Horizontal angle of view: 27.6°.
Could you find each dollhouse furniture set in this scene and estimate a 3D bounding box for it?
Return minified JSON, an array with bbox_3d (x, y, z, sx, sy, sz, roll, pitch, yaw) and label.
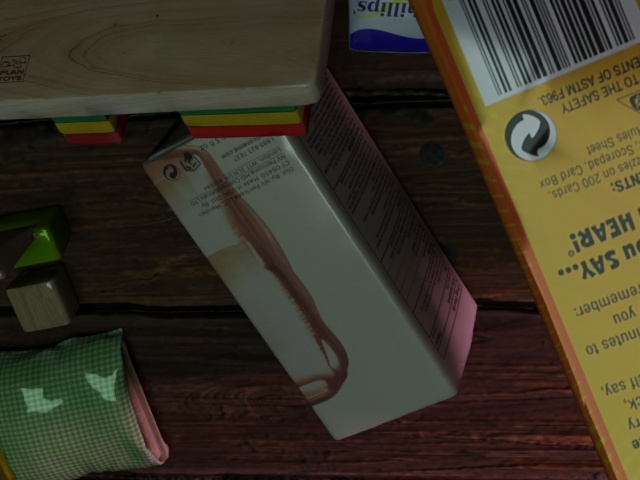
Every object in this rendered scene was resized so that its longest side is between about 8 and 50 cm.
[{"bbox_3d":[-0.296,0.144,1.238,0.197,0.151,0.301,-10,115,17],"label":"dollhouse furniture set"}]

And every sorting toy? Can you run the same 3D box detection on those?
[{"bbox_3d":[-0.104,-0.189,0.985,0.257,0.255,0.089,-1,150,15],"label":"sorting toy"}]

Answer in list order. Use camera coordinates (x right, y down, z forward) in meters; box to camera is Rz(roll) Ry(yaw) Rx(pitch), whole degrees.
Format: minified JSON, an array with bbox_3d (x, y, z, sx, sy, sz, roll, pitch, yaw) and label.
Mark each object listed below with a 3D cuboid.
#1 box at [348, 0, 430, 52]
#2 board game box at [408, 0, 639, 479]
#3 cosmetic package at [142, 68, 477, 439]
[{"bbox_3d":[0.063,-0.226,0.983,0.072,0.126,0.137,4,119,8],"label":"box"},{"bbox_3d":[0.299,-0.062,0.813,0.356,0.356,0.356,-22,93,12],"label":"board game box"},{"bbox_3d":[0.000,0.000,1.103,0.129,0.153,0.296,-26,108,24],"label":"cosmetic package"}]
